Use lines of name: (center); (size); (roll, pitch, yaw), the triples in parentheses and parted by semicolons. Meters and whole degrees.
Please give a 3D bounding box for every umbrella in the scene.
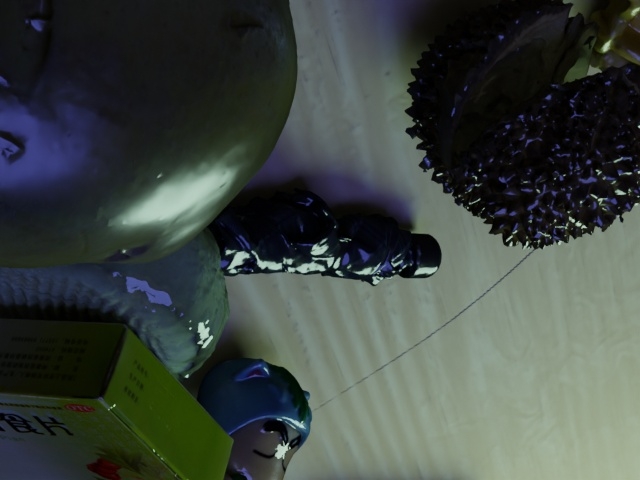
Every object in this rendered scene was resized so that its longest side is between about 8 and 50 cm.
umbrella: (0.001, -0.002, 1.344); (0.224, 0.080, 0.071); (6, 96, -36)

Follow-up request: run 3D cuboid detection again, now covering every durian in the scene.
durian: (0.151, -0.073, 1.244); (0.167, 0.196, 0.196); (-8, 136, -22)

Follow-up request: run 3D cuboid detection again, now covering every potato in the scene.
potato: (-0.164, -0.104, 1.024); (0.326, 0.221, 0.243); (16, 81, -38)

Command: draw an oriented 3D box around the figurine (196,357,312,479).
figurine: (-0.088, 0.177, 1.433); (0.178, 0.144, 0.114); (-21, 137, 14)

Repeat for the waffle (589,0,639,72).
waffle: (0.326, -0.166, 1.279); (0.229, 0.057, 0.219); (26, 126, -16)

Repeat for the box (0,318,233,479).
box: (-0.215, 0.122, 1.261); (0.260, 0.062, 0.175); (2, 148, 27)

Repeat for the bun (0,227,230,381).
bun: (-0.146, 0.017, 1.227); (0.195, 0.118, 0.195); (15, 149, 9)
